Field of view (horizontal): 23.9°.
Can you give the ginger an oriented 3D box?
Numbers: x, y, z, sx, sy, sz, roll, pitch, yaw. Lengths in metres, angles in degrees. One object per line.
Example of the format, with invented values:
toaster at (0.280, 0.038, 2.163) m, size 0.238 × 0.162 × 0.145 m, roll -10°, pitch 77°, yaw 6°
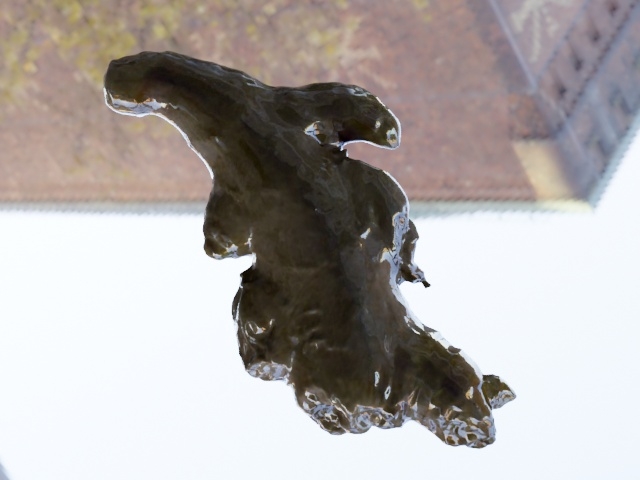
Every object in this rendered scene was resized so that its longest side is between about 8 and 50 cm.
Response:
ginger at (0.001, 0.002, 0.986) m, size 0.166 × 0.333 × 0.080 m, roll -27°, pitch 170°, yaw -13°
